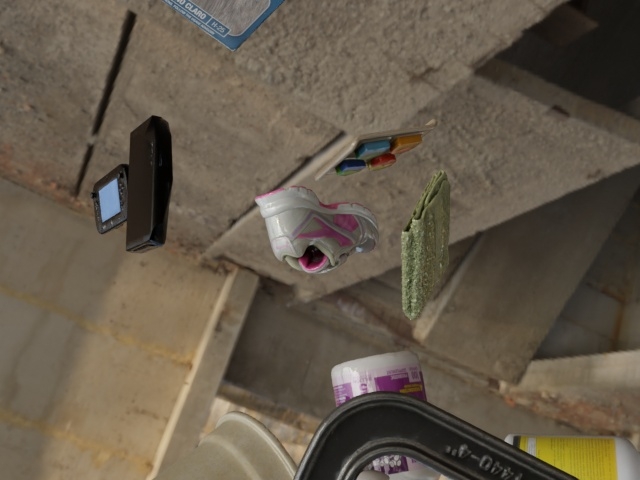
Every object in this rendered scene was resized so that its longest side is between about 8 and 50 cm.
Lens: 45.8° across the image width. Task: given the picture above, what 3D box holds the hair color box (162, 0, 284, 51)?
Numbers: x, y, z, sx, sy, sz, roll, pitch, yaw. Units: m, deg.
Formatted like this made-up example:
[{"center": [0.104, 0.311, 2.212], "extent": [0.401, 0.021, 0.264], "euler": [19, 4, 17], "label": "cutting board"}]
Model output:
[{"center": [-0.107, -0.373, 0.766], "extent": [0.174, 0.347, 0.105], "euler": [31, 134, -29], "label": "hair color box"}]

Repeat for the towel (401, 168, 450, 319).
[{"center": [0.118, 0.007, 0.833], "extent": [0.027, 0.110, 0.148], "euler": [16, 135, 21], "label": "towel"}]

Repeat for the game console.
[{"center": [-0.346, -0.074, 1.357], "extent": [0.044, 0.213, 0.361], "euler": [6, 167, -32], "label": "game console"}]

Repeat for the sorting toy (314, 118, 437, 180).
[{"center": [0.111, -0.173, 1.512], "extent": [0.208, 0.038, 0.193], "euler": [-17, 171, -28], "label": "sorting toy"}]

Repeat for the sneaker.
[{"center": [0.000, 0.000, 1.147], "extent": [0.103, 0.111, 0.252], "euler": [-16, 161, 39], "label": "sneaker"}]

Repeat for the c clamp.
[{"center": [0.039, 0.138, 0.326], "extent": [0.160, 0.137, 0.022], "euler": [21, -178, 3], "label": "c clamp"}]

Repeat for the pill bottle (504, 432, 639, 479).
[{"center": [0.305, 0.275, 0.866], "extent": [0.184, 0.103, 0.103], "euler": [-3, 153, 19], "label": "pill bottle"}]

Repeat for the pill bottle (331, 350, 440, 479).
[{"center": [0.125, 0.363, 1.371], "extent": [0.169, 0.302, 0.169], "euler": [-10, 166, -3], "label": "pill bottle"}]

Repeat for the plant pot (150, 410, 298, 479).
[{"center": [-0.208, 0.500, 1.260], "extent": [0.305, 0.334, 0.333], "euler": [-21, -176, -34], "label": "plant pot"}]

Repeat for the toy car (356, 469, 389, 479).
[{"center": [0.067, 0.409, 0.991], "extent": [0.159, 0.182, 0.136], "euler": [43, 127, 12], "label": "toy car"}]
